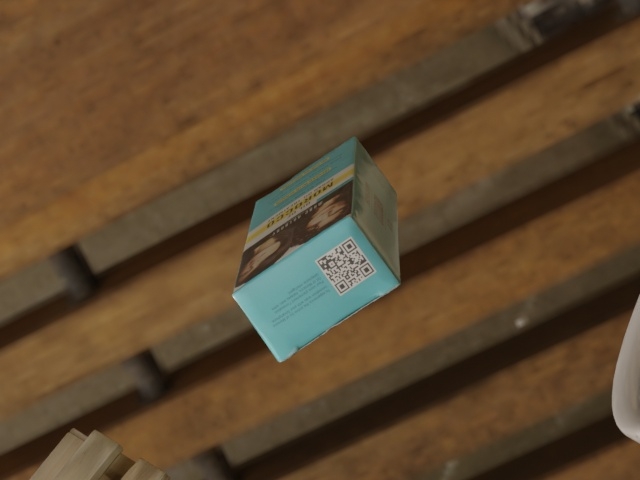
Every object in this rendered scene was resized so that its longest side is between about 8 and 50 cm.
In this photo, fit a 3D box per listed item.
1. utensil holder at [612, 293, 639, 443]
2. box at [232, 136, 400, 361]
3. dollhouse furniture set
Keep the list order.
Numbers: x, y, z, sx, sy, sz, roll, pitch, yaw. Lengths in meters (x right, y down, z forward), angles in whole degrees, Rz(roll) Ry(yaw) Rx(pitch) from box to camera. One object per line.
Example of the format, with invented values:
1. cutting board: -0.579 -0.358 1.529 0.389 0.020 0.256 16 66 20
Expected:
1. utensil holder: 0.451 0.079 1.246 0.385 0.327 0.327 29 -163 -3
2. box: 0.000 0.000 1.308 0.060 0.100 0.244 54 -170 -12
3. dollhouse furniture set: -0.184 0.291 1.612 0.242 0.161 0.212 20 157 51
